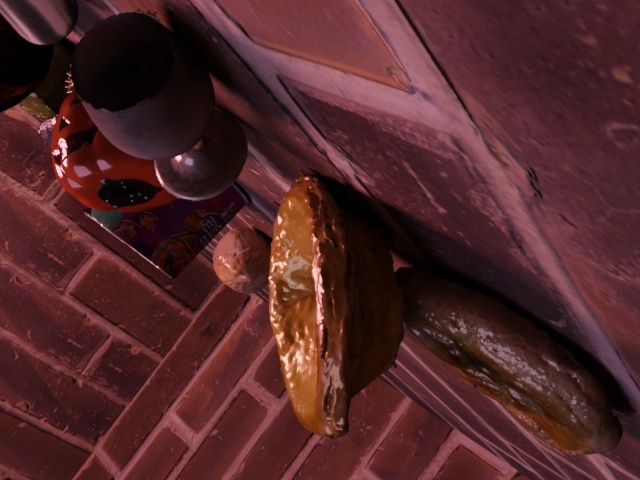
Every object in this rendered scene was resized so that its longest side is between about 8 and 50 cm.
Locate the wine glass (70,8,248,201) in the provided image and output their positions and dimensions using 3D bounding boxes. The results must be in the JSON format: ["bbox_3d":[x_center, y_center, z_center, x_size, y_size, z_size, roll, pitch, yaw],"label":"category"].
[{"bbox_3d":[-0.160,-0.131,0.899,0.126,0.126,0.241,34,174,18],"label":"wine glass"}]

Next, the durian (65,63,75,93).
[{"bbox_3d":[-0.301,-0.186,1.268,0.146,0.102,0.208,28,173,18],"label":"durian"}]

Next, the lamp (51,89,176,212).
[{"bbox_3d":[-0.252,-0.129,1.124,0.187,0.164,0.188,-6,158,-2],"label":"lamp"}]

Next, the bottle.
[{"bbox_3d":[-0.318,-0.287,0.868,0.254,0.079,0.096,72,-178,-78],"label":"bottle"}]

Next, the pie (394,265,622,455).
[{"bbox_3d":[0.208,0.140,1.034,0.337,0.075,0.337,38,172,6],"label":"pie"}]

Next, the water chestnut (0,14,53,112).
[{"bbox_3d":[-0.478,-0.262,1.136,0.238,0.224,0.223,-15,136,37],"label":"water chestnut"}]

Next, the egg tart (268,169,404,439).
[{"bbox_3d":[0.019,0.076,1.013,0.120,0.315,0.315,-3,-179,-14],"label":"egg tart"}]

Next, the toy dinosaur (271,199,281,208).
[{"bbox_3d":[0.000,0.000,1.254,0.162,0.039,0.126,37,173,7],"label":"toy dinosaur"}]

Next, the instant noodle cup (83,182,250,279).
[{"bbox_3d":[-0.272,-0.064,1.484,0.251,0.190,0.251,36,172,6],"label":"instant noodle cup"}]

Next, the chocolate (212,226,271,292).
[{"bbox_3d":[-0.161,0.045,1.864,0.134,0.134,0.309,36,176,3],"label":"chocolate"}]

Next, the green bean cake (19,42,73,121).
[{"bbox_3d":[-0.426,-0.245,1.394,0.214,0.113,0.200,28,170,38],"label":"green bean cake"}]

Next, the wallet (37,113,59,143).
[{"bbox_3d":[-0.379,-0.153,1.312,0.088,0.026,0.129,36,162,-24],"label":"wallet"}]
